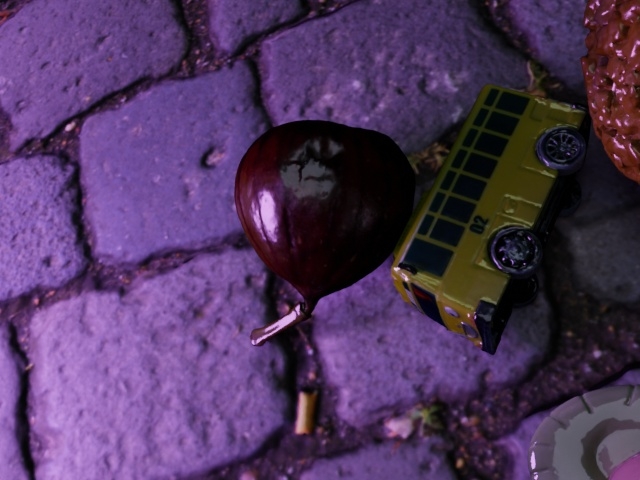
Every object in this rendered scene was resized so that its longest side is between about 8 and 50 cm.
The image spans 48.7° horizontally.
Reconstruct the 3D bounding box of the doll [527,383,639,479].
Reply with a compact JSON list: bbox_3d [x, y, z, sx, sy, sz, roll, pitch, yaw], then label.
[{"bbox_3d":[0.320,0.246,0.574,0.268,0.216,0.284,-18,62,16],"label":"doll"}]

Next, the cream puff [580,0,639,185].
[{"bbox_3d":[0.382,-0.178,0.672,0.231,0.327,0.343,1,30,40],"label":"cream puff"}]

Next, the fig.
[{"bbox_3d":[0.001,-0.009,0.787,0.203,0.186,0.250,4,77,-2],"label":"fig"}]

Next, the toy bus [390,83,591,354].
[{"bbox_3d":[0.184,-0.025,0.767,0.150,0.128,0.262,23,75,24],"label":"toy bus"}]
